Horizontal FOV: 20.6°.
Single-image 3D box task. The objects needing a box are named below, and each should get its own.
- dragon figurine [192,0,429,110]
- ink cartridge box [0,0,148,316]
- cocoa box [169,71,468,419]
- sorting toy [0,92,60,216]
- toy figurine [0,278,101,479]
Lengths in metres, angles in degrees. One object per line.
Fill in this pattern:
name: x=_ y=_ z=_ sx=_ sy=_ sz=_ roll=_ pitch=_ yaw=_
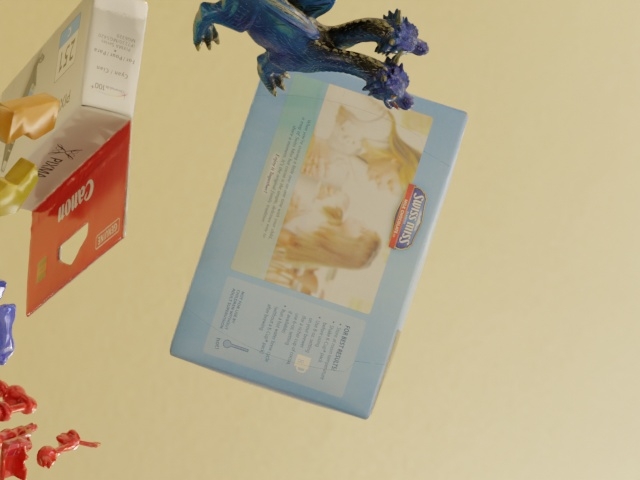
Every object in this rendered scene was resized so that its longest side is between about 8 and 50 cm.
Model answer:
dragon figurine: x=-0.039 y=-0.206 z=1.526 sx=0.289 sy=0.085 sz=0.144 roll=36 pitch=-31 yaw=-21
ink cartridge box: x=-0.274 y=-0.086 z=1.844 sx=0.066 sy=0.261 sz=0.296 roll=14 pitch=-24 yaw=-25
cocoa box: x=0.000 y=0.000 z=1.928 sx=0.231 sy=0.347 sz=0.228 roll=18 pitch=-4 yaw=2
sorting toy: x=-0.345 y=-0.033 z=1.453 sx=0.041 sy=0.229 sz=0.307 roll=29 pitch=27 yaw=24
toy figurine: x=-0.385 y=0.076 z=1.804 sx=0.362 sy=0.217 sz=0.191 roll=22 pitch=19 yaw=36
